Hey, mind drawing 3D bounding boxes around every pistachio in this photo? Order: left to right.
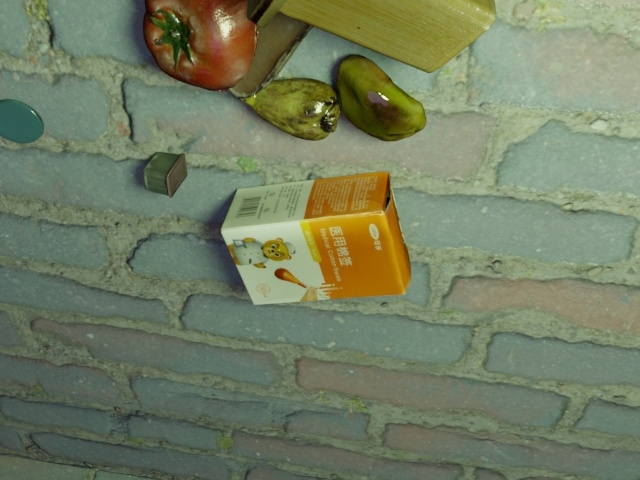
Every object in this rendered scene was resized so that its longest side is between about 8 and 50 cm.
[{"bbox_3d":[0.099,-0.235,1.174,0.189,0.100,0.110,37,125,-22],"label":"pistachio"}]

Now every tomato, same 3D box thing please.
[{"bbox_3d":[-0.208,-0.342,1.093,0.225,0.085,0.225,13,119,26],"label":"tomato"}]

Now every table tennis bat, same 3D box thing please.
[{"bbox_3d":[-0.640,-0.241,1.378,0.155,0.019,0.100,-1,132,11],"label":"table tennis bat"}]

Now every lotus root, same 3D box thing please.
[{"bbox_3d":[-0.056,-0.245,1.210,0.190,0.094,0.108,17,112,7],"label":"lotus root"}]

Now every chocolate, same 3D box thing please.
[{"bbox_3d":[-0.089,-0.356,1.110,0.261,0.083,0.161,-36,90,39],"label":"chocolate"}]

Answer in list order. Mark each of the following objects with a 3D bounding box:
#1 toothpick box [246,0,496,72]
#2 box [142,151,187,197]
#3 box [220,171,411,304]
[{"bbox_3d":[0.077,-0.371,0.940,0.308,0.190,0.187,14,151,-30],"label":"toothpick box"},{"bbox_3d":[-0.315,-0.136,1.363,0.063,0.085,0.060,12,134,8],"label":"box"},{"bbox_3d":[0.000,0.000,1.380,0.341,0.143,0.225,-5,131,17],"label":"box"}]
